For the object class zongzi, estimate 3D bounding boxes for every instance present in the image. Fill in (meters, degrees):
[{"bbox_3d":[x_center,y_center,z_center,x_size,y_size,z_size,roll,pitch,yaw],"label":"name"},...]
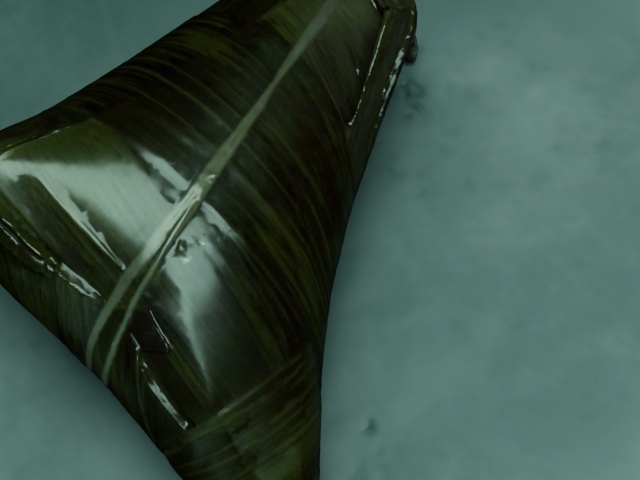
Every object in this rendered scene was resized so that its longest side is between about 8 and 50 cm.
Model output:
[{"bbox_3d":[0.000,0.000,0.721,0.248,0.111,0.241,-38,84,-23],"label":"zongzi"}]
